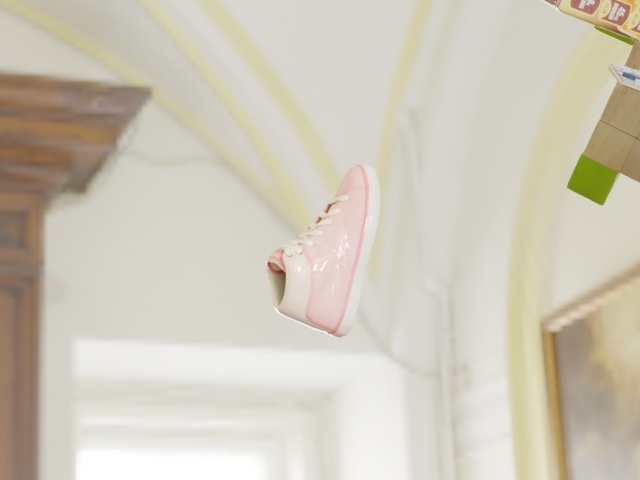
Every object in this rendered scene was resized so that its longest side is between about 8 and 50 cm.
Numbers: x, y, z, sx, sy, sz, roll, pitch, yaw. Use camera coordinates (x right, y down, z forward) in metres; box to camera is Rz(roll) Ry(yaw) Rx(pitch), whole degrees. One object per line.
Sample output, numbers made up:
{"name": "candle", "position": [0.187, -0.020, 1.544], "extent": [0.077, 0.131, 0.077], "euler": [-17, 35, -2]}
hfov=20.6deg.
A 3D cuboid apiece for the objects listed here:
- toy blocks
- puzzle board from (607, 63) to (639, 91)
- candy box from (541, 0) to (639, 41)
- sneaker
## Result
{"name": "toy blocks", "position": [0.431, -0.240, 2.025], "extent": [0.191, 0.261, 0.381], "euler": [27, -59, 11]}
{"name": "puzzle board", "position": [0.360, -0.150, 1.793], "extent": [0.128, 0.011, 0.096], "euler": [18, 15, -5]}
{"name": "candy box", "position": [0.341, -0.219, 1.369], "extent": [0.316, 0.183, 0.087], "euler": [18, 14, -17]}
{"name": "sneaker", "position": [0.000, 0.000, 1.312], "extent": [0.070, 0.134, 0.051], "euler": [16, -13, -17]}
